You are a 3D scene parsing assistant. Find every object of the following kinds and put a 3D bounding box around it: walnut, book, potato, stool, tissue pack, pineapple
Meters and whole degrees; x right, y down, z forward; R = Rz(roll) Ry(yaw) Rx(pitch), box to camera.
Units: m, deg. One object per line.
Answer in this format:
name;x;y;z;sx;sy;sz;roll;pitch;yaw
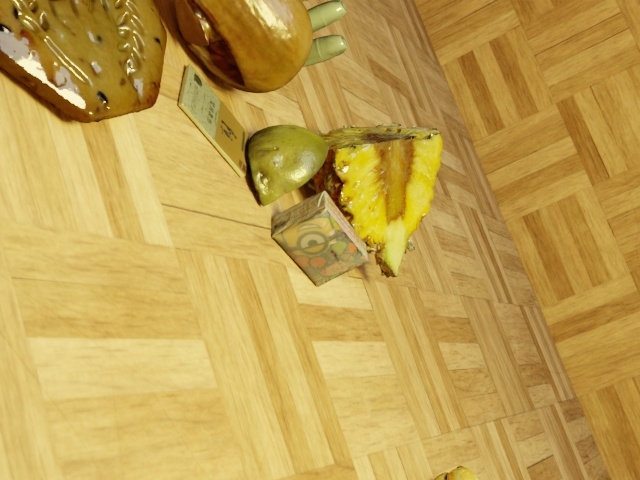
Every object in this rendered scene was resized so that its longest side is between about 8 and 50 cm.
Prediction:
walnut;-0.141;-0.385;1.606;0.298;0.203;0.203;50;25;-27
book;-0.173;-0.198;1.570;0.172;0.012;0.118;50;26;-35
potato;-0.056;-0.143;1.620;0.149;0.120;0.081;-88;159;-51
stool;-0.074;-0.425;1.808;0.195;0.198;0.195;49;24;-33
tissue pack;0.000;0.000;1.628;0.148;0.108;0.060;51;23;-35
pineapple;0.071;-0.077;1.874;0.344;0.209;0.286;-15;111;-45

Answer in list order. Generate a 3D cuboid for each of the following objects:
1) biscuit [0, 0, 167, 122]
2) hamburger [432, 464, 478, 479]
biscuit;-0.328;-0.313;1.224;0.359;0.046;0.359;37;40;-41
hamburger;0.254;0.486;1.729;0.147;0.083;0.138;-15;84;-67
